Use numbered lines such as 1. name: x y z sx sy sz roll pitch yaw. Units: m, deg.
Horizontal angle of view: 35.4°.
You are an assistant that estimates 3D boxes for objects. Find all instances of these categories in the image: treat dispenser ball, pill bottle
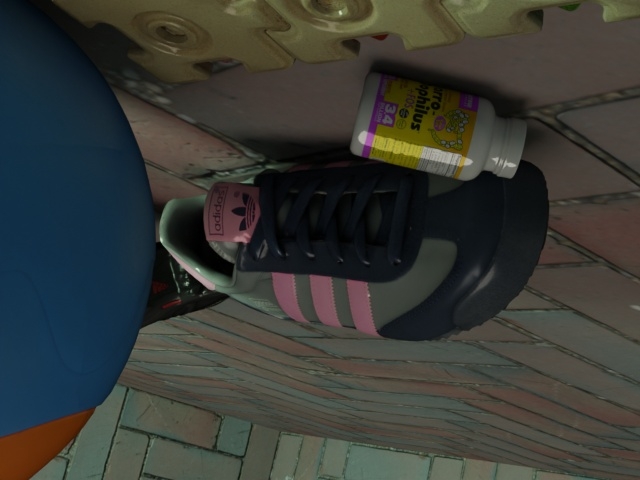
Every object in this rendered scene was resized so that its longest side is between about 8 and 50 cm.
1. treat dispenser ball: -0.226 0.000 0.485 0.288 0.288 0.288 13 165 3
2. pill bottle: 0.059 -0.055 0.505 0.083 0.043 0.043 13 165 0

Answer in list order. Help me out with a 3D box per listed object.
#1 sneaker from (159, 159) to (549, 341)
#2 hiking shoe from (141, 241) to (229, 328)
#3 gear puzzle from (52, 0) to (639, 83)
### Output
1. sneaker: 0.000 0.000 0.628 0.131 0.112 0.319 18 164 -27
2. hiking shoe: -0.146 0.043 0.876 0.226 0.086 0.114 -12 167 9
3. gear puzzle: 0.022 -0.123 0.312 0.338 0.044 0.175 -1 158 35
